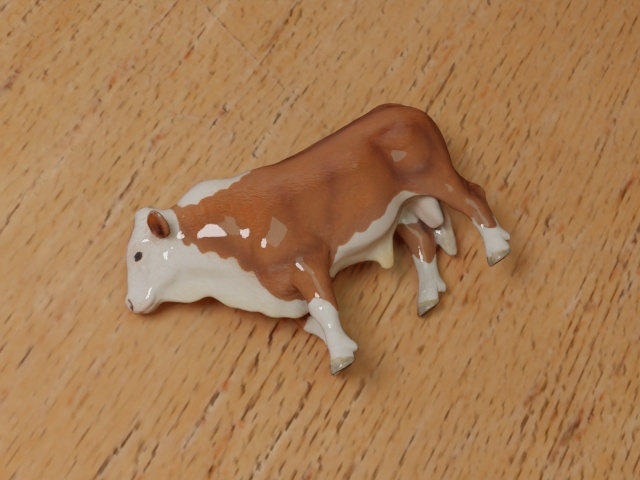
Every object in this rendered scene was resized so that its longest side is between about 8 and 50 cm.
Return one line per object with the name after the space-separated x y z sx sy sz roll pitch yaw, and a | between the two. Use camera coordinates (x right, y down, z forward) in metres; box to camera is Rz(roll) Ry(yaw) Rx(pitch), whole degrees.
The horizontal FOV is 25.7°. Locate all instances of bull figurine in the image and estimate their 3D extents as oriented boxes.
0.000 0.000 1.101 0.310 0.101 0.188 -32 83 -28 | bull figurine
